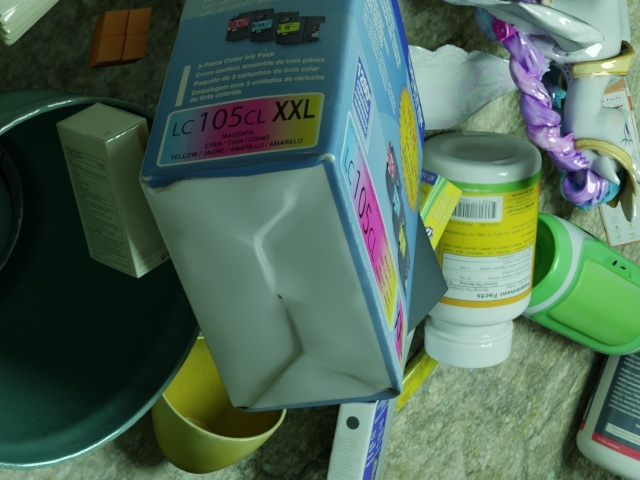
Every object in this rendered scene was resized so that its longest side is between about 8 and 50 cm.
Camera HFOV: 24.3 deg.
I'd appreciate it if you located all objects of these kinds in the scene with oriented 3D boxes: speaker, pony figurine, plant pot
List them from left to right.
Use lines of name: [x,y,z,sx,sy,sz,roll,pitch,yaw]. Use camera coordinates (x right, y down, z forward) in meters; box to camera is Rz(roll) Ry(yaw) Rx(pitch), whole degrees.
plant pot: [-0.254,0.008,1.178,0.293,0.196,0.293,-22,122,-40]
plant pot: [-0.113,0.175,1.464,0.134,0.134,0.095,-13,142,-42]
pony figurine: [0.216,-0.222,1.511,0.351,0.303,0.363,15,69,-25]
speaker: [0.321,0.057,1.853,0.296,0.131,0.131,25,88,-48]

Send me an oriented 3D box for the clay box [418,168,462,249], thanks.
clay box: [0.042,0.022,1.545,0.053,0.127,0.222,33,82,-47]

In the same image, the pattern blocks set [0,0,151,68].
pattern blocks set: [-0.225,-0.254,1.128,0.285,0.026,0.325,43,54,-23]

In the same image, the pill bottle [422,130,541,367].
pill bottle: [0.172,0.012,1.668,0.136,0.136,0.246,-19,120,-40]

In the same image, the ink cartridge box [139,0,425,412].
ink cartridge box: [-0.011,-0.100,1.212,0.395,0.151,0.270,-84,163,-44]

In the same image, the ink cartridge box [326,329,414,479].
ink cartridge box: [0.051,0.200,1.620,0.206,0.045,0.208,-37,140,-75]

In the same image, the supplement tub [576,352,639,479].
supplement tub: [0.477,0.193,2.025,0.191,0.191,0.272,14,97,-48]

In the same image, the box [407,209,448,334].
box: [0.000,0.000,1.430,0.108,0.207,0.153,-44,133,-24]

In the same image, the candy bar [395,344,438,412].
candy bar: [0.121,0.146,1.762,0.161,0.018,0.040,-50,138,-19]

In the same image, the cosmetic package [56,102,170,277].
cosmetic package: [-0.147,-0.037,1.078,0.041,0.060,0.115,-33,130,-35]

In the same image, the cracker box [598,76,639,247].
cracker box: [0.345,-0.129,1.779,0.156,0.067,0.232,-89,163,-50]
